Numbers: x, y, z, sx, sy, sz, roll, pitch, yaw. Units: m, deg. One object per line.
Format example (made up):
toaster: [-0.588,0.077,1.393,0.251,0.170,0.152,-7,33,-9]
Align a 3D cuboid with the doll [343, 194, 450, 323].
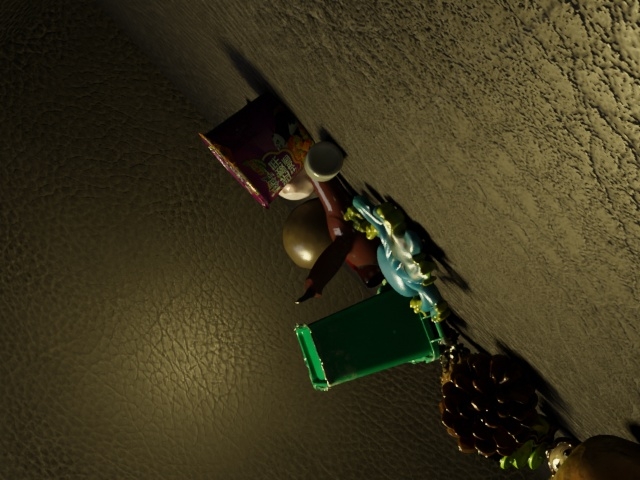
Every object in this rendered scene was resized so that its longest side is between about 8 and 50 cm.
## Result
doll: [0.191,0.032,1.563,0.346,0.099,0.341,53,168,9]

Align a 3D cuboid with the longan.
longan: [-0.014,-0.018,1.891,0.198,0.198,0.212,47,141,0]

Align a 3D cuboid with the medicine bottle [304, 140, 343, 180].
medicine bottle: [0.004,-0.171,1.510,0.080,0.080,0.130,47,176,-4]

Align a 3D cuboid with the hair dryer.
hair dryer: [0.007,0.006,1.679,0.123,0.340,0.312,-13,120,46]

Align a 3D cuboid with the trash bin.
trash bin: [0.145,0.276,1.968,0.259,0.381,0.295,69,162,5]

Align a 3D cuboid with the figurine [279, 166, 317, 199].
figurine: [-0.077,-0.177,1.900,0.200,0.133,0.276,41,177,-8]

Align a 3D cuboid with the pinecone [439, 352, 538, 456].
pinecone: [0.416,0.393,1.700,0.264,0.264,0.264,46,176,4]

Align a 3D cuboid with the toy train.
toy train: [0.541,0.543,1.882,0.100,0.160,0.296,24,-177,44]

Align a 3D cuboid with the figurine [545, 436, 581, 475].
figurine: [0.700,0.640,1.785,0.315,0.168,0.187,-124,38,-57]

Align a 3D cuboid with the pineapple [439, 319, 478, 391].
pineapple: [0.426,0.387,2.030,0.362,0.202,0.202,60,-176,32]

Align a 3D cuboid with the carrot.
carrot: [0.576,0.502,1.191,0.341,0.224,0.224,40,173,34]

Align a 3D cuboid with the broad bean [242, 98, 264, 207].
broad bean: [-0.193,-0.257,1.952,0.098,0.056,0.318,130,133,-73]

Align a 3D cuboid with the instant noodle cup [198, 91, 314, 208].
instant noodle cup: [-0.143,-0.230,1.677,0.251,0.190,0.251,47,175,5]

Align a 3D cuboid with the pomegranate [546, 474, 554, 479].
pomegranate: [0.784,0.751,2.025,0.220,0.156,0.156,40,173,39]

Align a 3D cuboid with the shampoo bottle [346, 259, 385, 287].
shampoo bottle: [0.089,0.010,2.107,0.314,0.076,0.118,54,-171,33]

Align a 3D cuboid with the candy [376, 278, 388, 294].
candy: [0.201,0.113,2.273,0.119,0.119,0.440,43,167,42]
